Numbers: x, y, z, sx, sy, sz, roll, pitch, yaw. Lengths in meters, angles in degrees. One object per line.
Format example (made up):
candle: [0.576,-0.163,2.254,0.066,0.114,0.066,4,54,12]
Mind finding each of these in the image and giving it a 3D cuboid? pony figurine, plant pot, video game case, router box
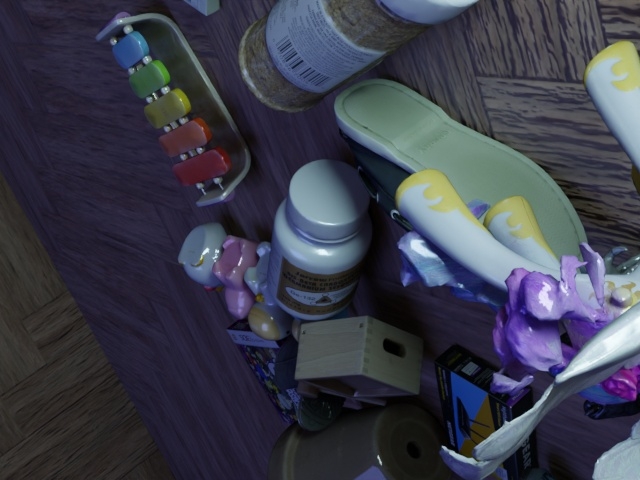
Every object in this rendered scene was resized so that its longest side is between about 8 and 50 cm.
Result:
pony figurine: [0.207,0.054,0.602,0.363,0.351,0.303,48,167,44]
plant pot: [0.082,0.358,1.487,0.263,0.263,0.229,51,136,5]
video game case: [-0.068,0.255,1.800,0.232,0.042,0.210,60,155,-13]
router box: [0.224,0.240,1.285,0.133,0.046,0.179,28,144,41]

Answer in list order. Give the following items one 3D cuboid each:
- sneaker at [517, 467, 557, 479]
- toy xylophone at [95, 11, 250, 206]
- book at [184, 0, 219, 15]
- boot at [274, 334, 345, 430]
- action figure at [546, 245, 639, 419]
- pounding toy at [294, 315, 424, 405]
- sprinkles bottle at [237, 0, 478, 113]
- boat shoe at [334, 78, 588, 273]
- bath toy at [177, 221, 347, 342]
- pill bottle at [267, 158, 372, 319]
sneaker: [0.355,0.392,1.228,0.125,0.104,0.262,-27,103,47]
toy xylophone: [-0.225,-0.197,1.460,0.322,0.081,0.236,56,155,-5]
book: [-0.189,-0.371,1.244,0.144,0.035,0.096,41,148,24]
boot: [-0.027,0.227,1.561,0.076,0.189,0.208,37,153,-21]
action figure: [0.297,0.087,0.875,0.164,0.141,0.275,49,170,14]
pounding toy: [0.045,0.176,1.378,0.206,0.094,0.181,-12,153,42]
sprinkles bottle: [0.031,-0.228,0.946,0.121,0.121,0.355,57,154,-7]
boat shoe: [0.137,-0.040,0.997,0.340,0.127,0.113,39,152,31]
bath toy: [-0.102,0.069,1.544,0.129,0.151,0.348,28,175,-40]
pill bottle: [0.000,0.000,1.268,0.131,0.131,0.229,44,153,19]
